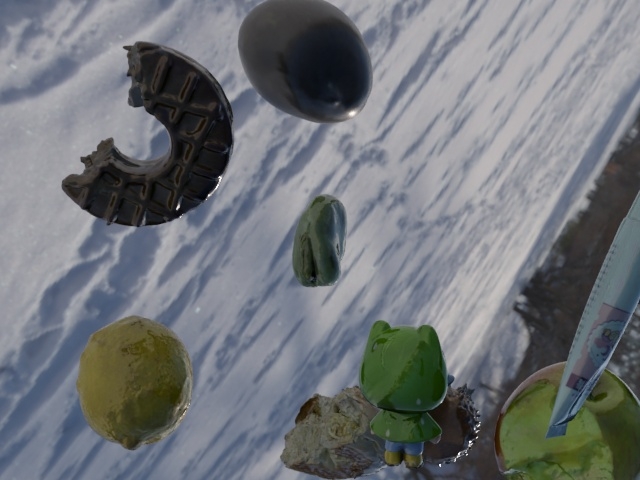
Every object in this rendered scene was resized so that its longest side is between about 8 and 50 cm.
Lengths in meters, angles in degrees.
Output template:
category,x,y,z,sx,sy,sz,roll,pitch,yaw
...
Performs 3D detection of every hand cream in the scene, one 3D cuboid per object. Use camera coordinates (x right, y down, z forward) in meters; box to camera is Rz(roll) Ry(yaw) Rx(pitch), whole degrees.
category,x,y,z,sx,sy,sz,roll,pitch,yaw
hand cream,0.353,0.094,0.991,0.085,0.058,0.331,12,104,-59

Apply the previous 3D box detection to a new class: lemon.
category,x,y,z,sx,sy,sz,roll,pitch,yaw
lemon,-0.401,0.307,1.730,0.284,0.260,0.260,-99,-156,-52

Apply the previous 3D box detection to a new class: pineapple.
category,x,y,z,sx,sy,sz,roll,pitch,yaw
pineapple,0.257,0.372,1.643,0.165,0.165,0.364,-60,163,-1

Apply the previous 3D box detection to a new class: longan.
category,x,y,z,sx,sy,sz,roll,pitch,yaw
longan,-0.028,-0.421,1.853,0.288,0.350,0.288,-44,-152,31

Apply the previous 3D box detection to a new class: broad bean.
category,x,y,z,sx,sy,sz,roll,pitch,yaw
broad bean,0.000,0.000,1.728,0.228,0.100,0.169,-68,147,-50

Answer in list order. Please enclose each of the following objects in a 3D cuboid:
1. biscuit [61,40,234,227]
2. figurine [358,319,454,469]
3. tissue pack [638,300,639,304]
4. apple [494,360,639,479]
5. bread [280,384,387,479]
category,x,y,z,sx,sy,sz,roll,pitch,yaw
biscuit,-0.303,-0.174,1.492,0.366,0.268,0.115,-58,-161,23
figurine,0.147,0.267,1.382,0.143,0.162,0.263,-24,116,-61
tissue pack,0.779,0.052,1.580,0.210,0.370,0.198,-59,148,-12
apple,0.411,0.321,1.299,0.246,0.246,0.226,-44,157,-47
bread,0.066,0.419,1.722,0.314,0.192,0.171,-46,-155,48
